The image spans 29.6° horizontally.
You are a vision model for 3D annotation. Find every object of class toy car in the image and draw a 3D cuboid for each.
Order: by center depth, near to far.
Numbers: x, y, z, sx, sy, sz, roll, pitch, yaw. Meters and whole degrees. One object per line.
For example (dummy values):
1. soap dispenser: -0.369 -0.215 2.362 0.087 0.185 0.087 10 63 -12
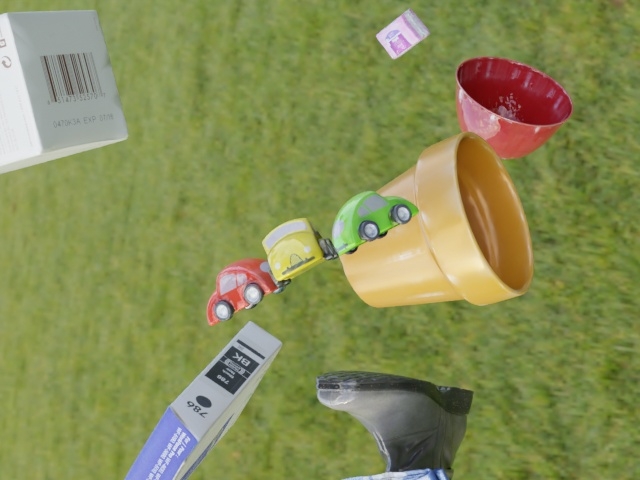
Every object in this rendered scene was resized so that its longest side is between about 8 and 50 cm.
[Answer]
1. toy car: 0.000 0.000 1.236 0.053 0.225 0.239 61 152 3

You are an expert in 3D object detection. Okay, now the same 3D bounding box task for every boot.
1. boot: 0.109 0.307 1.731 0.118 0.338 0.222 2 80 43

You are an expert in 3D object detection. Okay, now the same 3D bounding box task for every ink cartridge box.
1. ink cartridge box: -0.161 0.238 1.540 0.165 0.065 0.332 -58 -4 25

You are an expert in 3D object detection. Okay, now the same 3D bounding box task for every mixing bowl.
1. mixing bowl: 0.275 -0.186 1.808 0.181 0.181 0.098 -112 30 -45

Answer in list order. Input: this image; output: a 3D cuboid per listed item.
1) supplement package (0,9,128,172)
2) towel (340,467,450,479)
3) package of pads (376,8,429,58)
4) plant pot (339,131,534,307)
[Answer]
1. supplement package: -0.257 -0.103 0.930 0.179 0.105 0.105 -11 96 31
2. towel: 0.109 0.408 1.637 0.285 0.034 0.209 -23 99 50
3. package of pads: 0.126 -0.316 1.853 0.050 0.032 0.083 52 151 -6
4. plant pot: 0.131 -0.005 1.477 0.188 0.205 0.205 -20 60 28
